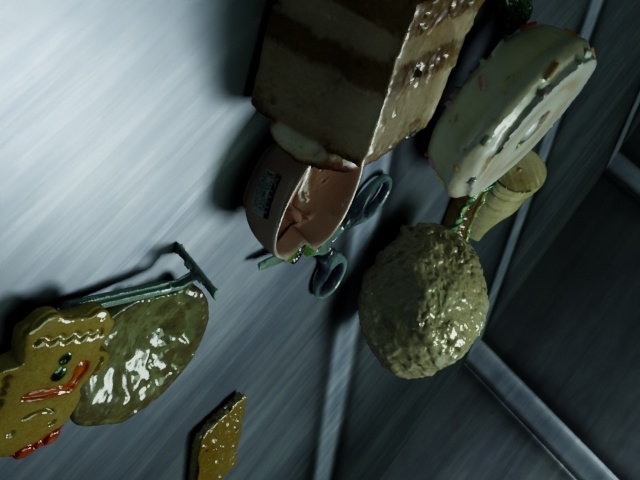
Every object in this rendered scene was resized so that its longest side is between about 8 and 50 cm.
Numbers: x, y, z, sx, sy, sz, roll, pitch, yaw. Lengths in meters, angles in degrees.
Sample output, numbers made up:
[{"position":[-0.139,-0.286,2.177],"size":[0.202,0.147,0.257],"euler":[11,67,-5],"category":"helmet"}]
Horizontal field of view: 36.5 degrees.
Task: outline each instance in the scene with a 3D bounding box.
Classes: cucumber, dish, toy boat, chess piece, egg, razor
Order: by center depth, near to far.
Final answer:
[{"position":[-0.220,0.061,1.157],"size":[0.211,0.084,0.036],"euler":[-17,148,-47],"category":"razor"},{"position":[-0.033,-0.073,1.337],"size":[0.213,0.090,0.213],"euler":[-48,156,-29],"category":"dish"},{"position":[0.314,-0.432,1.632],"size":[0.077,0.077,0.265],"euler":[-57,160,-2],"category":"cucumber"},{"position":[0.200,0.121,1.927],"size":[0.279,0.279,0.310],"euler":[28,66,-70],"category":"egg"},{"position":[0.330,-0.023,2.247],"size":[0.108,0.099,0.292],"euler":[-35,143,-47],"category":"toy boat"},{"position":[0.434,-0.102,2.362],"size":[0.137,0.137,0.301],"euler":[-47,170,-27],"category":"chess piece"}]

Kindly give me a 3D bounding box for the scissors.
[{"position":[0.000,0.000,1.602],"size":[0.256,0.029,0.383],"euler":[-62,161,14],"category":"scissors"}]

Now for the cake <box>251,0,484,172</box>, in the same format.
[{"position":[0.052,-0.217,1.162],"size":[0.199,0.196,0.293],"euler":[-35,149,-50],"category":"cake"}]

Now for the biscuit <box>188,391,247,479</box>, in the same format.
[{"position":[-0.187,0.372,1.726],"size":[0.131,0.025,0.230],"euler":[-40,154,-41],"category":"biscuit"}]

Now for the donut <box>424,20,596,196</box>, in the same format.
[{"position":[0.344,-0.245,1.802],"size":[0.383,0.142,0.382],"euler":[-42,167,-12],"category":"donut"}]

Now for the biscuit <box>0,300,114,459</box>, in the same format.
[{"position":[-0.311,0.164,1.081],"size":[0.166,0.036,0.225],"euler":[-3,129,-56],"category":"biscuit"}]

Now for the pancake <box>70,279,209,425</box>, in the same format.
[{"position":[-0.237,0.144,1.252],"size":[0.236,0.042,0.222],"euler":[-36,149,-41],"category":"pancake"}]
